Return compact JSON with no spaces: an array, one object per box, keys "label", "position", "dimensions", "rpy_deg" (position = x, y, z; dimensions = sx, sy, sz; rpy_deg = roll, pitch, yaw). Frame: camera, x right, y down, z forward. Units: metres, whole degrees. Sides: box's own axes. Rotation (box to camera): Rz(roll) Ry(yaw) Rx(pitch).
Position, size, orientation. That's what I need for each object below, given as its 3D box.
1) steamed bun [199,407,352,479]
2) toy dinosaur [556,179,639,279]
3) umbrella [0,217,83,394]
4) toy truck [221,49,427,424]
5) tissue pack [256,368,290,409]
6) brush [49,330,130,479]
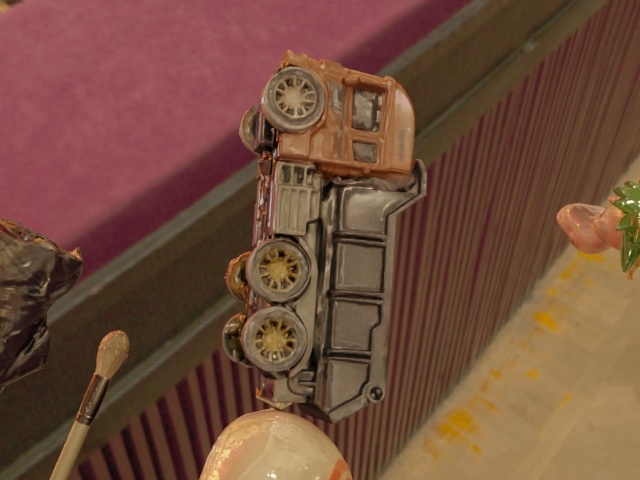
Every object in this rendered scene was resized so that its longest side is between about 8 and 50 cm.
[{"label":"steamed bun","position":[-0.044,0.367,1.114],"dimensions":[0.177,0.283,0.283],"rpy_deg":[4,47,17]},{"label":"toy dinosaur","position":[0.370,0.000,1.013],"dimensions":[0.194,0.177,0.152],"rpy_deg":[33,65,18]},{"label":"umbrella","position":[-0.249,0.094,0.632],"dimensions":[0.080,0.071,0.224],"rpy_deg":[28,93,5]},{"label":"toy truck","position":[0.000,0.000,0.469],"dimensions":[0.092,0.083,0.192],"rpy_deg":[6,82,-14]},{"label":"tissue pack","position":[-0.075,0.229,1.418],"dimensions":[0.062,0.083,0.042],"rpy_deg":[19,28,36]},{"label":"brush","position":[-0.333,0.266,1.193],"dimensions":[0.039,0.042,0.299],"rpy_deg":[16,84,41]}]
